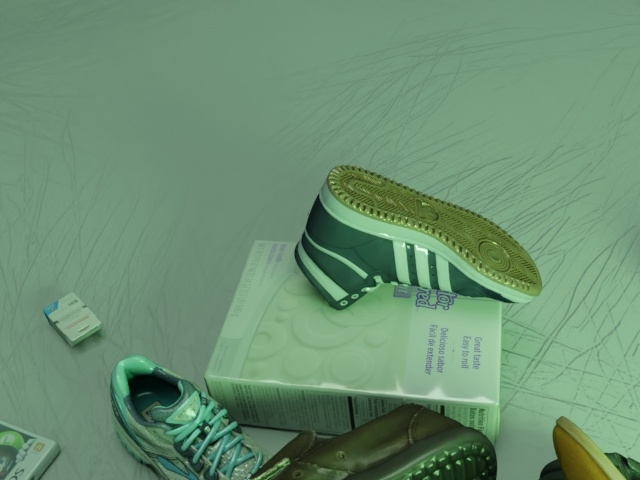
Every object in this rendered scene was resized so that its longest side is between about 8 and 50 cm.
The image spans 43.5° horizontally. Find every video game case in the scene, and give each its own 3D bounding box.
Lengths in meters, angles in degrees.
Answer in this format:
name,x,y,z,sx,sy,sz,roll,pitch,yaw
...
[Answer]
name,x,y,z,sx,sy,sz,roll,pitch,yaw
video game case,-0.429,0.276,0.925,0.190,0.022,0.173,13,45,22

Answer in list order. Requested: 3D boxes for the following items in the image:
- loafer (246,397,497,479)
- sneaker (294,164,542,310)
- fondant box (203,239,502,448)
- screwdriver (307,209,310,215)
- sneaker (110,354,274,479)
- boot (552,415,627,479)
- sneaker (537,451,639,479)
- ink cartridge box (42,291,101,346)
name,x,y,z,sx,sy,sz,roll,pitch,yaw
loafer,-0.013,0.262,0.764,0.366,0.134,0.130,-17,23,-18
sneaker,0.106,0.030,0.940,0.282,0.153,0.099,24,39,-11
fondant box,0.053,0.116,0.979,0.330,0.096,0.238,4,43,11
screwdriver,0.000,0.000,1.168,0.024,0.025,0.170,-13,43,-6
sneaker,-0.134,0.222,0.864,0.283,0.122,0.110,26,51,28
boot,0.207,0.316,0.643,0.211,0.104,0.295,-36,65,9
sneaker,0.329,0.279,0.746,0.295,0.104,0.147,6,48,21
ink cartridge box,-0.334,0.111,1.090,0.048,0.028,0.083,-34,48,-26
